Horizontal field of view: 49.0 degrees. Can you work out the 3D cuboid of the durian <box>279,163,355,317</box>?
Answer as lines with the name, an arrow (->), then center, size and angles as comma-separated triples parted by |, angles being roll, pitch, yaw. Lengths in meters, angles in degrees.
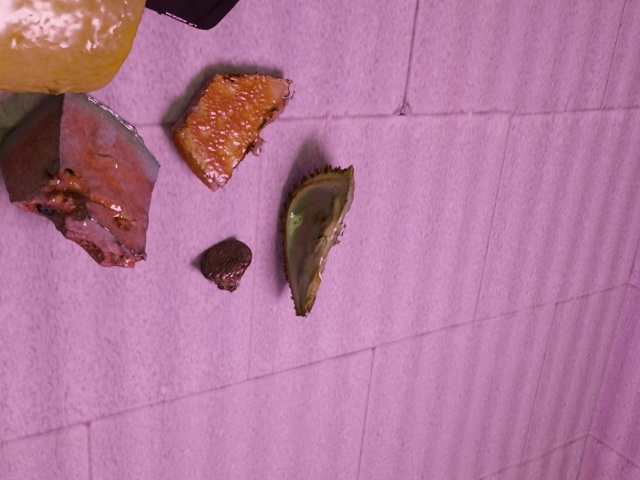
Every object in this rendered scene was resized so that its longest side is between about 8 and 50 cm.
durian -> 0.009, 0.001, 1.626 | 0.163, 0.198, 0.395 | 6, 108, -38

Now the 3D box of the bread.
bread -> -0.450, -0.383, 1.064 | 0.307, 0.348, 0.349 | -2, 111, -47

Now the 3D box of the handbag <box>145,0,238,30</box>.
handbag -> -0.223, -0.494, 1.222 | 0.244, 0.275, 0.088 | 16, 60, -38

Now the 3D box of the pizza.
pizza -> -0.177, -0.257, 1.463 | 0.297, 0.071, 0.189 | -50, 117, -11

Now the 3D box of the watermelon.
watermelon -> -0.439, -0.100, 1.275 | 0.151, 0.302, 0.264 | -27, 135, 24

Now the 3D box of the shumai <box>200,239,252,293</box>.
shumai -> -0.205, 0.067, 1.580 | 0.123, 0.099, 0.087 | -30, 141, -19
